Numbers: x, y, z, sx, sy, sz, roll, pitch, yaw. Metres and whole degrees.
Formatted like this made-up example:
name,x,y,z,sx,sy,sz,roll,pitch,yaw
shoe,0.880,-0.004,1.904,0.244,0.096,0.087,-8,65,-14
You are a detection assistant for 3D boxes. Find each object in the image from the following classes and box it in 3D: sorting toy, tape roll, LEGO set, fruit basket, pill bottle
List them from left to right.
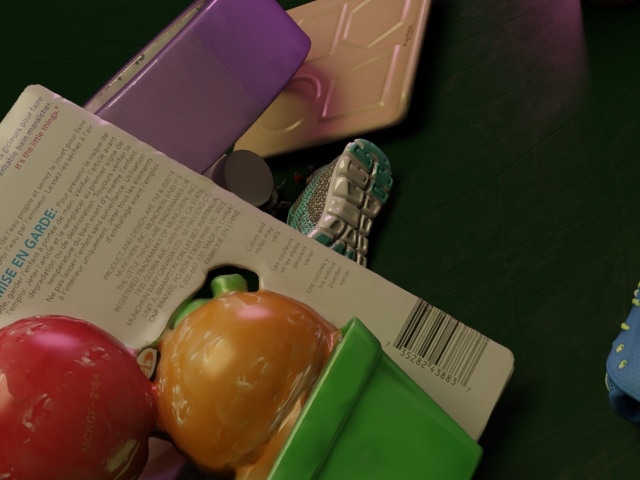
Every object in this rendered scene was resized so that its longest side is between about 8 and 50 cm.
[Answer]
name,x,y,z,sx,sy,sz,roll,pitch,yaw
fruit basket,-0.104,0.124,0.667,0.353,0.165,0.327,27,71,4
tape roll,-0.137,-0.112,0.982,0.274,0.090,0.275,-39,17,14
pill bottle,-0.094,-0.034,0.965,0.120,0.067,0.067,-25,39,48
LEGO set,-0.039,-0.041,0.982,0.083,0.023,0.054,-38,39,8
sorting toy,0.017,-0.156,1.031,0.208,0.038,0.193,-15,47,37

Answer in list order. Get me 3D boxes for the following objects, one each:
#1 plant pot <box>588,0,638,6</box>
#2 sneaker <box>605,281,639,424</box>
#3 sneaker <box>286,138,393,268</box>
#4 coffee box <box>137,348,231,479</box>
name,x,y,z,sx,sy,sz,roll,pitch,yaw
plant pot,0.202,-0.273,0.855,0.167,0.165,0.167,-32,40,32
sneaker,0.206,0.031,0.655,0.126,0.091,0.240,-30,42,18
sneaker,0.000,0.000,0.896,0.076,0.065,0.167,-16,41,53
coffee box,-0.120,0.177,0.797,0.141,0.098,0.247,10,63,45
